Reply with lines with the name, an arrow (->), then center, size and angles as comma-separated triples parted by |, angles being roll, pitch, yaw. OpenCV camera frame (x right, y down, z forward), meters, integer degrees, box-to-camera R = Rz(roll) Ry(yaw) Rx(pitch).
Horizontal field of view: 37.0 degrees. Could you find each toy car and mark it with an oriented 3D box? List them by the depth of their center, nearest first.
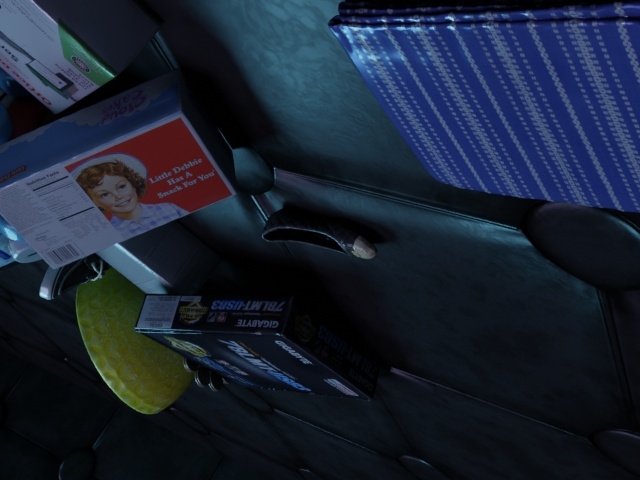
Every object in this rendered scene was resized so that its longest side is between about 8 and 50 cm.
toy car -> -0.325, -0.113, 1.277 | 0.237, 0.210, 0.219 | 13, 144, 13

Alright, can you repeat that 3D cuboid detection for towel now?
towel -> 0.184, -0.114, 0.811 | 0.336, 0.040, 0.243 | 12, 151, 45

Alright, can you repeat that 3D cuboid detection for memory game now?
memory game -> -0.201, 0.176, 1.698 | 0.012, 0.186, 0.186 | -16, 133, 26

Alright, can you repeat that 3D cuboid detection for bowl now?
bowl -> -0.293, 0.153, 1.746 | 0.156, 0.290, 0.289 | -26, 130, 13

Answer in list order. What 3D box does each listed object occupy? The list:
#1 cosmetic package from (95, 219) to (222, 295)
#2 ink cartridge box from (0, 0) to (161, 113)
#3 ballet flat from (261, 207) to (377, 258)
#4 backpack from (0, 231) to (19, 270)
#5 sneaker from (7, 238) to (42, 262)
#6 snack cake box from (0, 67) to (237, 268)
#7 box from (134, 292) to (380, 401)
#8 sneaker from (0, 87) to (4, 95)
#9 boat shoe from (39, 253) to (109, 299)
cosmetic package -> -0.296, 0.000, 1.563 | 0.238, 0.107, 0.127 | 45, 154, -19
ink cartridge box -> -0.304, -0.245, 1.096 | 0.160, 0.093, 0.219 | 43, 155, -21
ballet flat -> 0.000, 0.000, 1.242 | 0.173, 0.049, 0.057 | 15, 152, 36
backpack -> -0.589, -0.078, 1.499 | 0.290, 0.273, 0.355 | 62, 158, -3
sneaker -> -0.344, -0.053, 1.412 | 0.094, 0.258, 0.091 | 88, 162, -74
snack cake box -> -0.252, -0.083, 1.163 | 0.264, 0.089, 0.152 | -21, 135, 9
box -> -0.097, 0.172, 1.548 | 0.293, 0.073, 0.295 | 1, 155, 33
sneaker -> -0.547, -0.290, 1.346 | 0.121, 0.099, 0.262 | -14, 133, 44
boat shoe -> -0.390, 0.028, 1.611 | 0.070, 0.219, 0.078 | 26, 133, 5
